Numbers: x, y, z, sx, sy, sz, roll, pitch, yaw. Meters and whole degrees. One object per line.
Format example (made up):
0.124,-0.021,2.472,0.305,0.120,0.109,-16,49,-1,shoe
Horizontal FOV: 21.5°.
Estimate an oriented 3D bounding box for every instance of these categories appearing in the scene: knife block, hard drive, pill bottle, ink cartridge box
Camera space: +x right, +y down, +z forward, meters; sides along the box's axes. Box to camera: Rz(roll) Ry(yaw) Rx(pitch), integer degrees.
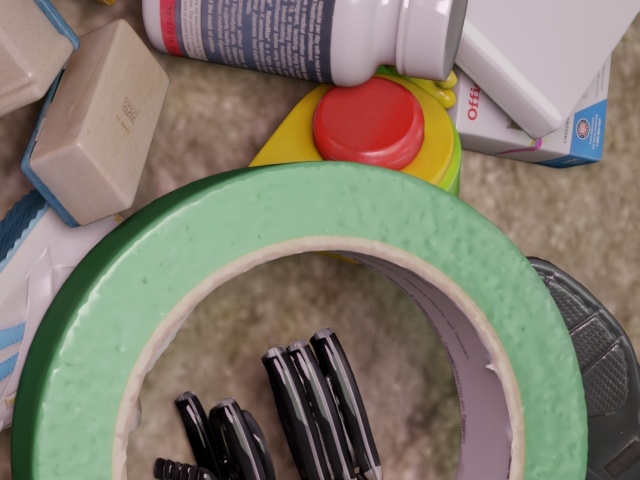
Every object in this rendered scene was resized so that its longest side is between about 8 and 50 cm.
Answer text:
0.018,0.199,1.061,0.276,0.088,0.242,29,77,-23,knife block
0.087,-0.241,1.103,0.307,0.040,0.203,43,60,-12,hard drive
-0.006,-0.149,1.005,0.180,0.108,0.108,12,81,10,pill bottle
0.133,-0.104,1.154,0.122,0.052,0.088,9,84,-26,ink cartridge box

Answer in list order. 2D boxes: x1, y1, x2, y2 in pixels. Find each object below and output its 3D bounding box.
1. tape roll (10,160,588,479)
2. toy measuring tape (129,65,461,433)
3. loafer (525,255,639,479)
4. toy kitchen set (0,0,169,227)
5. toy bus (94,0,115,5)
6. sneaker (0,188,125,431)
-0.008,0.116,0.947,0.321,0.077,0.321,0,91,-20,tape roll
0.000,0.000,1.030,0.121,0.121,0.330,46,61,-19,toy measuring tape
0.193,0.118,1.177,0.096,0.084,0.267,-35,103,8,loafer
-0.216,-0.102,0.942,0.207,0.166,0.122,54,29,-31,toy kitchen set
-0.193,-0.242,0.930,0.211,0.220,0.149,8,70,3,toy bus
-0.181,0.072,0.963,0.092,0.087,0.228,42,72,-20,sneaker
